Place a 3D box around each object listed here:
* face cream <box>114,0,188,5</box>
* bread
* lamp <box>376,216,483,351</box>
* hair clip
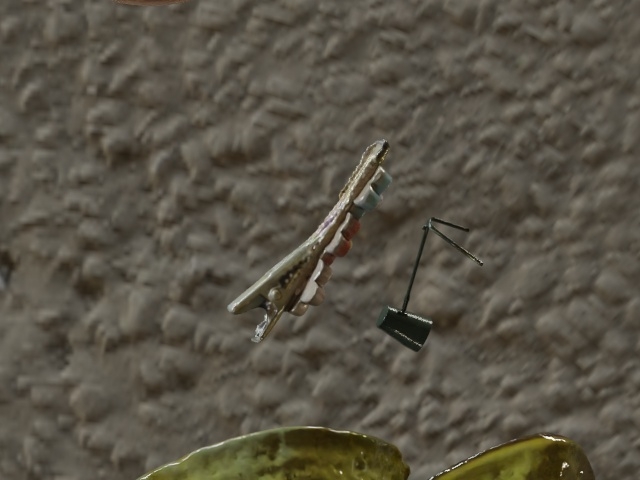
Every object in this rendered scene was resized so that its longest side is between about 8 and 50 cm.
[{"bbox_3d":[-0.150,-0.298,1.679,0.149,0.149,0.104,-6,76,-12],"label":"face cream"},{"bbox_3d":[0.008,0.116,0.582,0.187,0.149,0.065,-18,46,-3],"label":"bread"},{"bbox_3d":[0.082,0.037,1.452,0.054,0.121,0.041,25,33,-11],"label":"lamp"},{"bbox_3d":[0.005,0.005,1.577,0.056,0.062,0.214,45,80,-19],"label":"hair clip"}]
